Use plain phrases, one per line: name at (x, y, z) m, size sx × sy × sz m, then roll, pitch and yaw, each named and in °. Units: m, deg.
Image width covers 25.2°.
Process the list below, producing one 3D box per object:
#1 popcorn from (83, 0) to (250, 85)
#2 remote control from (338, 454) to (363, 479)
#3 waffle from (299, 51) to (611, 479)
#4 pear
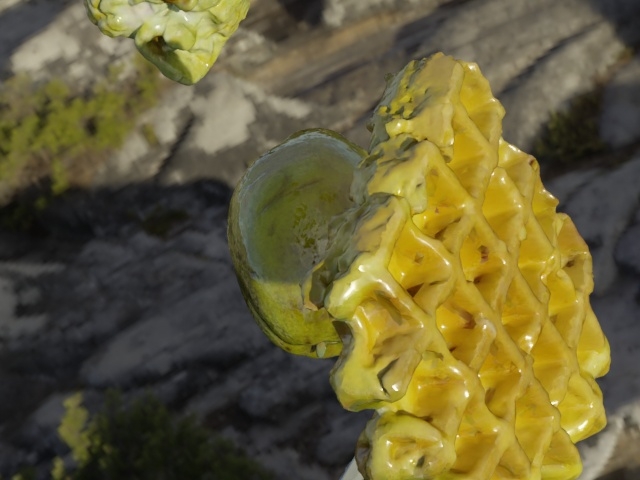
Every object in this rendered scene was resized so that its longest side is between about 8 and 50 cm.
popcorn at (-0.126, -0.218, 1.209) m, size 0.142 × 0.162 × 0.135 m, roll 7°, pitch 38°, yaw 32°
remote control at (0.039, 0.241, 1.476) m, size 0.027 × 0.184 × 0.050 m, roll 36°, pitch 32°, yaw 13°
waffle at (0.080, 0.054, 0.737) m, size 0.057 × 0.229 × 0.219 m, roll -13°, pitch 37°, yaw 35°
pear at (0.000, 0.000, 1.874) m, size 0.269 × 0.269 × 0.321 m, roll -12°, pitch 61°, yaw 22°
